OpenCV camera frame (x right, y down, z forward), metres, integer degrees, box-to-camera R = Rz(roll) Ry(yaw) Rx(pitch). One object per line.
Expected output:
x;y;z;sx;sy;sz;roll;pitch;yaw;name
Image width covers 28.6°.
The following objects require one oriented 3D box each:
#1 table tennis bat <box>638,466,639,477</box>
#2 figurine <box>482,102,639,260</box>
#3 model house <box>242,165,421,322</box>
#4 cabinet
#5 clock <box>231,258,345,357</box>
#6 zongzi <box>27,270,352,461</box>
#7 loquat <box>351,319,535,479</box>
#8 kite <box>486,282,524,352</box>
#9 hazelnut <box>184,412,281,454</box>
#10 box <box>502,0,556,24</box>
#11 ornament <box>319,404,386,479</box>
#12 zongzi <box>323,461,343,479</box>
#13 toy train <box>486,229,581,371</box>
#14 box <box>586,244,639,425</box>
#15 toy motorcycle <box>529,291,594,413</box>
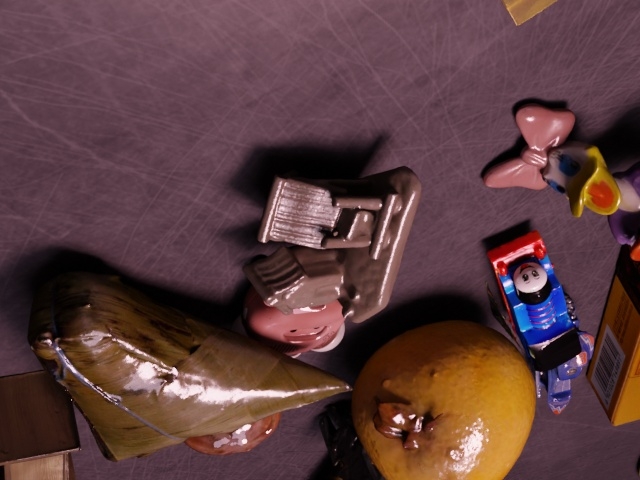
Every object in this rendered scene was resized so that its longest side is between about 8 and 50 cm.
0.712;0.387;2.429;0.224;0.054;0.369;-25;145;6;table tennis bat
0.440;-0.071;1.671;0.420;0.193;0.154;6;133;-19;figurine
0.001;-0.004;1.570;0.188;0.122;0.229;1;121;-30;model house
-0.438;0.296;1.707;0.215;0.148;0.175;-8;139;-18;cabinet
-0.033;0.104;1.723;0.165;0.093;0.162;-5;141;-21;clock
-0.164;0.144;1.604;0.360;0.160;0.323;-8;145;11;zongzi
0.174;0.249;1.844;0.274;0.275;0.275;-13;140;-11;loquat
0.271;0.115;1.895;0.004;0.090;0.122;-30;101;-8;kite
-0.134;0.246;1.798;0.154;0.143;0.143;-16;141;-22;hazelnut
0.262;-0.313;1.436;0.133;0.023;0.090;-32;139;12;box
0.134;0.347;1.996;0.236;0.202;0.080;10;124;-38;ornament
-0.042;0.523;2.183;0.403;0.208;0.432;-13;113;19;zongzi
0.312;0.087;1.830;0.082;0.131;0.204;-24;141;3;toy train
0.594;0.112;2.003;0.264;0.116;0.415;-13;140;-10;box
0.377;0.177;1.977;0.076;0.114;0.205;-9;139;-17;toy motorcycle
